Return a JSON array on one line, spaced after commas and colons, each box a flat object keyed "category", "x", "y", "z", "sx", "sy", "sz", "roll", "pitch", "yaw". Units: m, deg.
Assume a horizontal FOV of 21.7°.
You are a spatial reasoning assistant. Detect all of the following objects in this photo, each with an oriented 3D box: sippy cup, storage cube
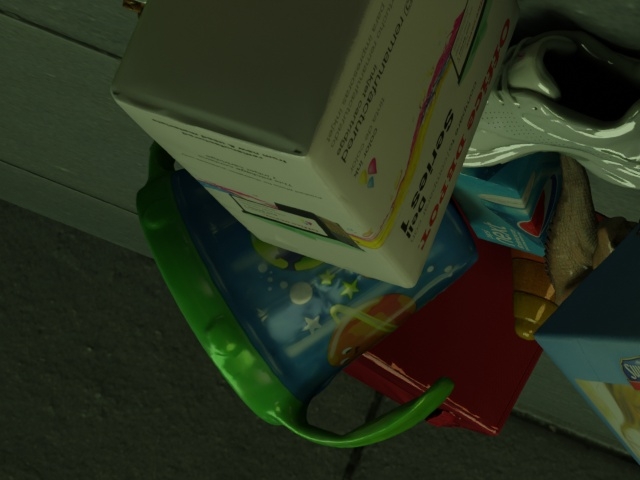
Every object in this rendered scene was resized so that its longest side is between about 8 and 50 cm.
[{"category": "sippy cup", "x": 0.000, "y": 0.000, "z": 1.390, "sx": 0.305, "sy": 0.224, "sz": 0.240, "roll": 57, "pitch": -174, "yaw": -18}, {"category": "storage cube", "x": 0.114, "y": 0.066, "z": 1.707, "sx": 0.193, "sy": 0.215, "sz": 0.184, "roll": 31, "pitch": 169, "yaw": -14}]

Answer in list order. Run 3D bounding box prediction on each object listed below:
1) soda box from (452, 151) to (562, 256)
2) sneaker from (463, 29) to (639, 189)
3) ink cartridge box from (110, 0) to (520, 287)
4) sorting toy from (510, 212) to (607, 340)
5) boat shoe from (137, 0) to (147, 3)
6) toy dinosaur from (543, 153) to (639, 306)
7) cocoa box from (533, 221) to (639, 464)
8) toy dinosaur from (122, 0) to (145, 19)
[{"category": "soda box", "x": 0.156, "y": -0.049, "z": 1.373, "sx": 0.071, "sy": 0.067, "sz": 0.210, "roll": 19, "pitch": 171, "yaw": 19}, {"category": "sneaker", "x": 0.136, "y": -0.104, "z": 1.102, "sx": 0.232, "sy": 0.090, "sz": 0.115, "roll": 7, "pitch": 159, "yaw": 25}, {"category": "ink cartridge box", "x": 0.013, "y": -0.109, "z": 0.935, "sx": 0.117, "sy": 0.201, "sz": 0.278, "roll": 19, "pitch": 170, "yaw": 18}, {"category": "sorting toy", "x": 0.306, "y": 0.059, "z": 1.475, "sx": 0.366, "sy": 0.126, "sz": 0.127, "roll": 15, "pitch": 169, "yaw": 37}, {"category": "boat shoe", "x": -0.131, "y": -0.196, "z": 1.148, "sx": 0.228, "sy": 0.079, "sz": 0.081, "roll": 14, "pitch": 164, "yaw": 22}, {"category": "toy dinosaur", "x": 0.254, "y": 0.053, "z": 1.303, "sx": 0.296, "sy": 0.127, "sz": 0.200, "roll": 40, "pitch": 149, "yaw": -5}, {"category": "cocoa box", "x": 0.328, "y": 0.062, "z": 0.918, "sx": 0.231, "sy": 0.228, "sz": 0.347, "roll": 49, "pitch": 164, "yaw": -11}, {"category": "toy dinosaur", "x": -0.122, "y": -0.180, "z": 1.332, "sx": 0.112, "sy": 0.064, "sz": 0.211, "roll": 37, "pitch": 169, "yaw": 28}]
